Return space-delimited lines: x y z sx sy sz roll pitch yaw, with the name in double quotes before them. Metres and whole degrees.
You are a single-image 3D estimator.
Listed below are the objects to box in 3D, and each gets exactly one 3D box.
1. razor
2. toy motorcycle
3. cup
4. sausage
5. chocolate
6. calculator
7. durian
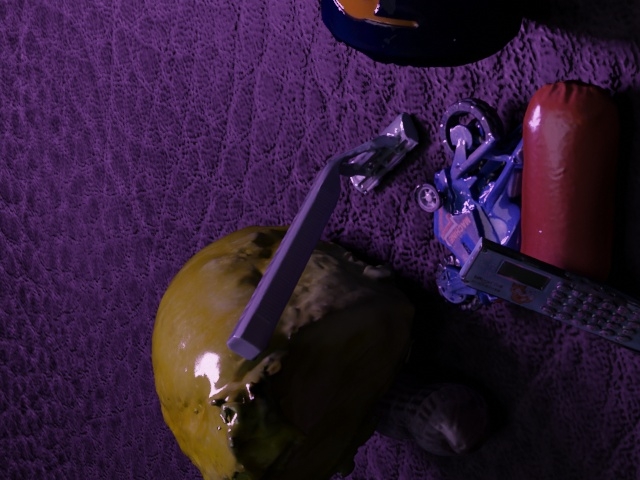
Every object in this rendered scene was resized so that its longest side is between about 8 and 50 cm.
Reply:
"razor" -0.009 -0.006 1.325 0.056 0.278 0.111 40 144 -5
"toy motorcycle" 0.147 -0.021 1.267 0.114 0.076 0.205 22 122 37
"cup" 0.093 -0.255 1.093 0.255 0.178 0.256 -112 19 -56
"sausage" 0.199 -0.037 1.179 0.077 0.077 0.194 28 131 45
"chocolate" 0.103 0.167 1.422 0.167 0.072 0.072 7 112 55
"calculator" 0.198 0.047 1.182 0.172 0.018 0.057 22 134 -4
"durian" -0.046 0.109 1.423 0.340 0.256 0.204 34 147 53
